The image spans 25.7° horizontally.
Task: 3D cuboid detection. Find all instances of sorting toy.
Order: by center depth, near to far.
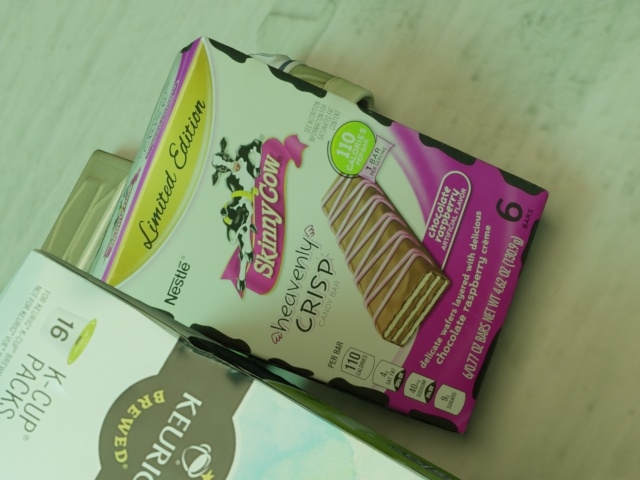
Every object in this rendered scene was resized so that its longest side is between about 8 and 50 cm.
[{"bbox_3d":[-0.168,0.034,0.927,0.193,0.038,0.208,-62,17,-3],"label":"sorting toy"}]

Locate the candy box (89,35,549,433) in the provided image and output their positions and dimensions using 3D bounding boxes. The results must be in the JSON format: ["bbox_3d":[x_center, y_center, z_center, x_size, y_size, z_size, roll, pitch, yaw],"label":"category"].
[{"bbox_3d":[0.000,0.000,0.826,0.233,0.071,0.159,22,83,-16],"label":"candy box"}]

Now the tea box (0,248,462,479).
[{"bbox_3d":[-0.004,0.199,0.660,0.323,0.329,0.220,27,83,16],"label":"tea box"}]

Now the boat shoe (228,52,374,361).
[{"bbox_3d":[-0.052,0.018,0.906,0.094,0.109,0.302,13,78,25],"label":"boat shoe"}]
